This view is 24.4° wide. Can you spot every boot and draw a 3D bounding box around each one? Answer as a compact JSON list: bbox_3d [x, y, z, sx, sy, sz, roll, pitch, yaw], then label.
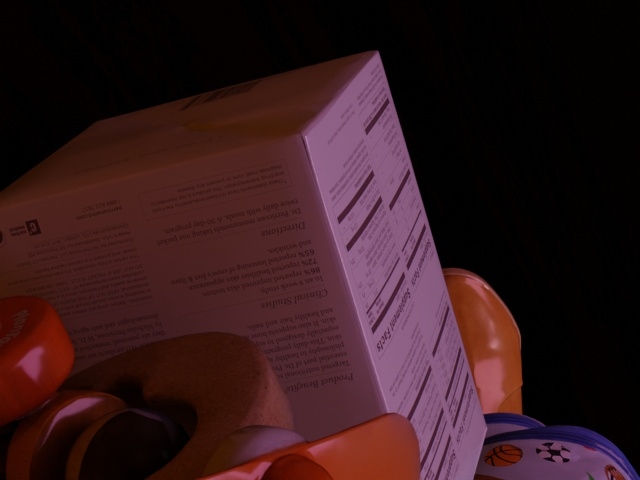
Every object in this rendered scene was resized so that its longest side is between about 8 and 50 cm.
[{"bbox_3d":[0.160,0.195,1.518,0.211,0.104,0.295,-80,156,-49],"label":"boot"}]

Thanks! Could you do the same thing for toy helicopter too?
[{"bbox_3d":[-0.093,0.148,0.601,0.355,0.235,0.140,-69,143,-58],"label":"toy helicopter"}]

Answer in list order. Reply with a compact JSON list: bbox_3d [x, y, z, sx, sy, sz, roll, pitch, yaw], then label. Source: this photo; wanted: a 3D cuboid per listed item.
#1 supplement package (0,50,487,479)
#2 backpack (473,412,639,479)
[{"bbox_3d":[-0.039,0.055,0.871,0.198,0.199,0.263,-56,131,-66],"label":"supplement package"},{"bbox_3d":[0.145,0.267,1.178,0.213,0.263,0.277,-79,149,-50],"label":"backpack"}]
